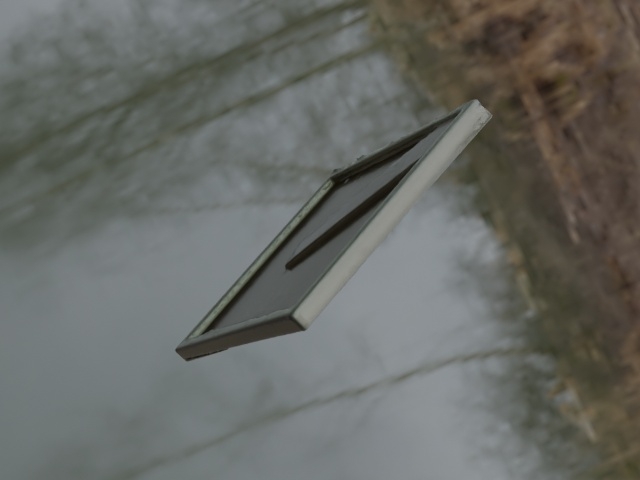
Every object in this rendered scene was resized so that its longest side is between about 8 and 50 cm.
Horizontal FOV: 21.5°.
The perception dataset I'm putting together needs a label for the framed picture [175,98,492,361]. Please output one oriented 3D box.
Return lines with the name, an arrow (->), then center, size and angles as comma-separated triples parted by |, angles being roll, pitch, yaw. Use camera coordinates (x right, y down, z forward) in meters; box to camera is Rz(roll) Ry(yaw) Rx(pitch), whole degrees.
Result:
framed picture -> 0.000, 0.000, 1.474 | 0.022, 0.247, 0.335 | 45, -20, -9
